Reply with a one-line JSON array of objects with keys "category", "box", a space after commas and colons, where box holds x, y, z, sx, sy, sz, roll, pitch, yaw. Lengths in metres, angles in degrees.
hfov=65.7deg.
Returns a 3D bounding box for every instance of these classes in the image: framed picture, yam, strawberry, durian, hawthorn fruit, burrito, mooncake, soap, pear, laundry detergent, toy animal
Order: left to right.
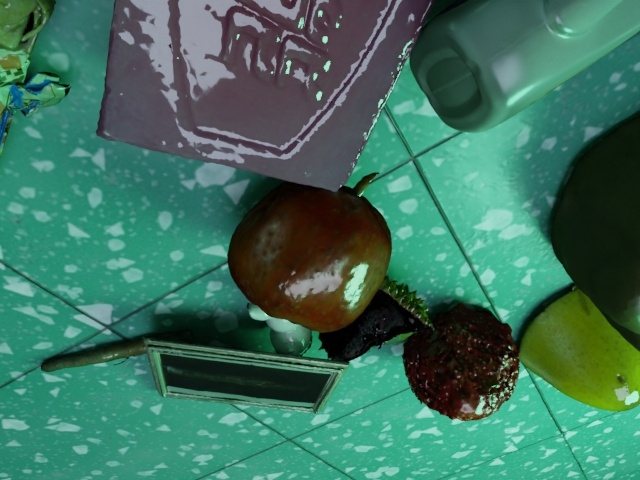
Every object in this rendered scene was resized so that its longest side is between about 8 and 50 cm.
[{"category": "burrito", "box": [-0.301, -0.126, 0.455, 0.104, 0.054, 0.288, -2, 142, -50]}, {"category": "yam", "box": [-0.308, 0.170, 0.751, 0.234, 0.027, 0.029, -13, 98, 0]}, {"category": "framed picture", "box": [-0.120, 0.222, 0.779, 0.293, 0.018, 0.231, 8, 144, -6]}, {"category": "toy animal", "box": [-0.054, 0.117, 0.729, 0.071, 0.085, 0.124, 0, 129, 12]}, {"category": "soap", "box": [-0.028, -0.229, 0.380, 0.233, 0.128, 0.360, 11, 127, -20]}, {"category": "hawthorn fruit", "box": [0.000, 0.000, 0.569, 0.179, 0.179, 0.200, 26, 109, -31]}, {"category": "durian", "box": [0.082, 0.102, 0.744, 0.186, 0.119, 0.108, -32, 170, 33]}, {"category": "strawberry", "box": [0.228, 0.207, 0.790, 0.186, 0.201, 0.184, 16, 110, -2]}, {"category": "laundry detergent", "box": [0.219, -0.204, 0.400, 0.280, 0.215, 0.105, -32, 97, 6]}, {"category": "pear", "box": [0.487, 0.200, 0.848, 0.266, 0.178, 0.267, -4, 129, -4]}, {"category": "mooncake", "box": [0.514, -0.011, 0.635, 0.378, 0.201, 0.378, -5, 129, -7]}]
